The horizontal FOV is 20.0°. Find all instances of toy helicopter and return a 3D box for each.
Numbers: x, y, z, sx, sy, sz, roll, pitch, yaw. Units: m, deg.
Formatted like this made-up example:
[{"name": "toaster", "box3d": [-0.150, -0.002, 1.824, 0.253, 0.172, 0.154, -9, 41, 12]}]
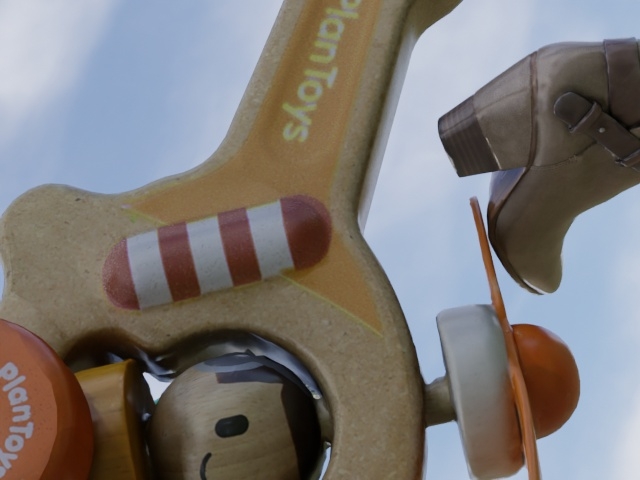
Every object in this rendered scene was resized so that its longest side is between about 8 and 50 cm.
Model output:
[{"name": "toy helicopter", "box3d": [0.000, 0.000, 0.658, 0.140, 0.235, 0.355, 66, -141, -61]}]

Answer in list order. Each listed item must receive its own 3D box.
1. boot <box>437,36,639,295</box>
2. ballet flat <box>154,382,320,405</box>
[{"name": "boot", "box3d": [0.100, -0.026, 0.672, 0.118, 0.087, 0.042, 52, -151, -45]}, {"name": "ballet flat", "box3d": [-0.040, 0.088, 0.847, 0.188, 0.070, 0.070, -35, -9, 35]}]
